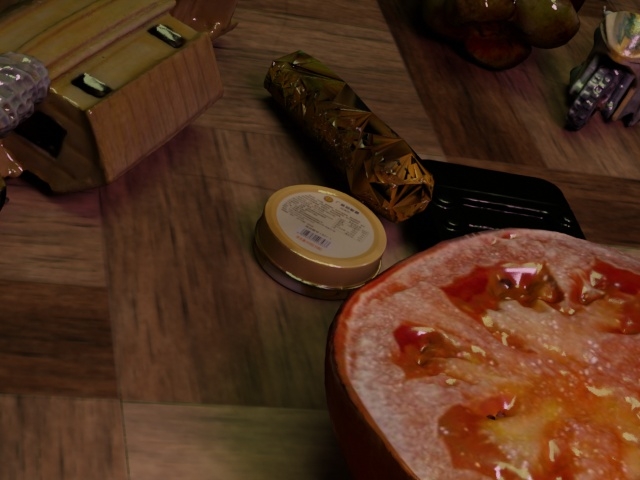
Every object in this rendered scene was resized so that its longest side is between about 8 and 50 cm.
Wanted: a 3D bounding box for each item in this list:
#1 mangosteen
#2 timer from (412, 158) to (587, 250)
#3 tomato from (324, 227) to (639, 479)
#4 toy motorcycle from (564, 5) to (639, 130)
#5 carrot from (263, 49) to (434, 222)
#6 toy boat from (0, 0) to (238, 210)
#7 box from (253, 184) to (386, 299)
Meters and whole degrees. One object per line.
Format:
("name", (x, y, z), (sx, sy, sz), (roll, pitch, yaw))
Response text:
("mangosteen", (0.193, -0.288, 1.359), (0.210, 0.210, 0.210), (13, 37, -10))
("timer", (0.151, 0.005, 1.076), (0.144, 0.055, 0.187), (9, 34, -14))
("tomato", (0.155, 0.137, 0.832), (0.338, 0.143, 0.338), (10, 35, -7))
("toy motorcycle", (0.327, -0.196, 1.345), (0.094, 0.129, 0.229), (33, 38, 13))
("carrot", (0.021, -0.094, 1.116), (0.069, 0.069, 0.228), (-5, 37, -30))
("toy boat", (-0.172, -0.143, 1.047), (0.162, 0.136, 0.445), (31, 37, 6))
("box", (0.000, 0.000, 1.021), (0.106, 0.037, 0.105), (13, 38, -10))
